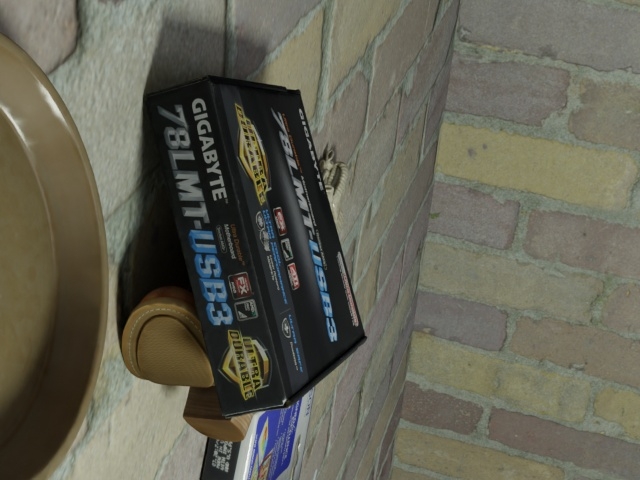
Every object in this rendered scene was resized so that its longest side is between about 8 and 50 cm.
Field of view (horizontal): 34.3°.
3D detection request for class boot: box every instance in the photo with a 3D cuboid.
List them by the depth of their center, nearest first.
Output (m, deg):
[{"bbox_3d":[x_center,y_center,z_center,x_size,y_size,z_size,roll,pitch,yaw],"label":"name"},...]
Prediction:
[{"bbox_3d":[-0.102,0.057,1.062,0.283,0.109,0.220,63,34,-54],"label":"boot"}]

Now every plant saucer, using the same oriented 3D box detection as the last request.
[{"bbox_3d":[-0.200,0.015,0.583,0.278,0.041,0.278,-5,90,-74],"label":"plant saucer"}]

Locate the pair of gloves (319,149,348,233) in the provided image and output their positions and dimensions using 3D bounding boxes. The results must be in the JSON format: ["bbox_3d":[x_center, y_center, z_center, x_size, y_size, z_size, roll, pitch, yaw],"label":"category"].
[{"bbox_3d":[0.000,0.000,1.557,0.204,0.042,0.240,85,22,-54],"label":"pair of gloves"}]

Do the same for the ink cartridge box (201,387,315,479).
[{"bbox_3d":[-0.095,0.337,1.450,0.307,0.072,0.303,-25,126,-75],"label":"ink cartridge box"}]

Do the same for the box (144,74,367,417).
[{"bbox_3d":[-0.051,-0.006,1.019,0.293,0.073,0.295,-18,95,-72],"label":"box"}]
